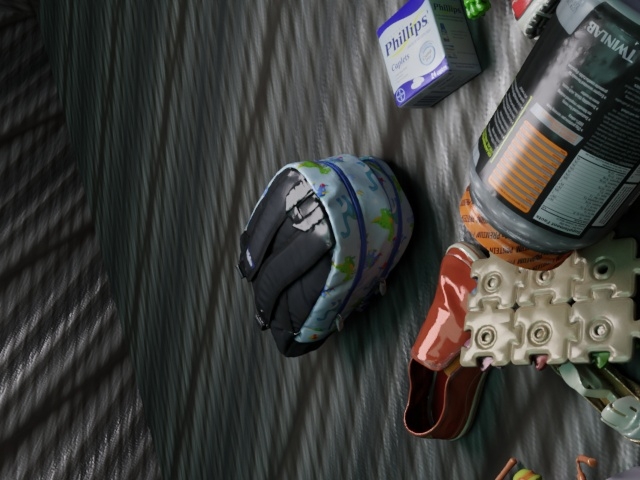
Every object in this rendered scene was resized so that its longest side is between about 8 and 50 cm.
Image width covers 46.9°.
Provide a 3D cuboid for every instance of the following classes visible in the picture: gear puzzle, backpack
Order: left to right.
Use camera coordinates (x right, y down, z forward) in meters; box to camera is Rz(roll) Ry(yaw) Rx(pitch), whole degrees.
[{"bbox_3d":[0.000,0.000,1.286,0.355,0.274,0.290,100,151,-60],"label":"backpack"},{"bbox_3d":[0.334,0.079,0.931,0.339,0.044,0.175,-11,59,44],"label":"gear puzzle"}]

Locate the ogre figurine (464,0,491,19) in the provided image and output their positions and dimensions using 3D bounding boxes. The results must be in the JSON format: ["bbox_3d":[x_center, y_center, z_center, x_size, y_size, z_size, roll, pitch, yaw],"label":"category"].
[{"bbox_3d":[0.234,-0.409,0.978,0.118,0.097,0.197,53,148,20],"label":"ogre figurine"}]

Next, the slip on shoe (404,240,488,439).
[{"bbox_3d":[0.195,0.163,1.130,0.123,0.101,0.331,32,120,51],"label":"slip on shoe"}]

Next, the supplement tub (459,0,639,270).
[{"bbox_3d":[0.298,-0.125,0.845,0.193,0.194,0.316,58,138,33],"label":"supplement tub"}]

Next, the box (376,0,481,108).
[{"bbox_3d":[0.162,-0.290,1.124,0.126,0.072,0.137,-30,70,53],"label":"box"}]

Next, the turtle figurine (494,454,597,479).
[{"bbox_3d":[0.314,0.393,0.981,0.217,0.087,0.269,66,154,18],"label":"turtle figurine"}]

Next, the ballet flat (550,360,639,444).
[{"bbox_3d":[0.359,0.196,0.923,0.206,0.067,0.073,46,131,42],"label":"ballet flat"}]

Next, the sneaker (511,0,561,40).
[{"bbox_3d":[0.312,-0.365,0.865,0.279,0.107,0.118,-48,51,47],"label":"sneaker"}]

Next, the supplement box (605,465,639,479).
[{"bbox_3d":[0.420,0.402,0.864,0.130,0.073,0.239,-5,91,57],"label":"supplement box"}]
